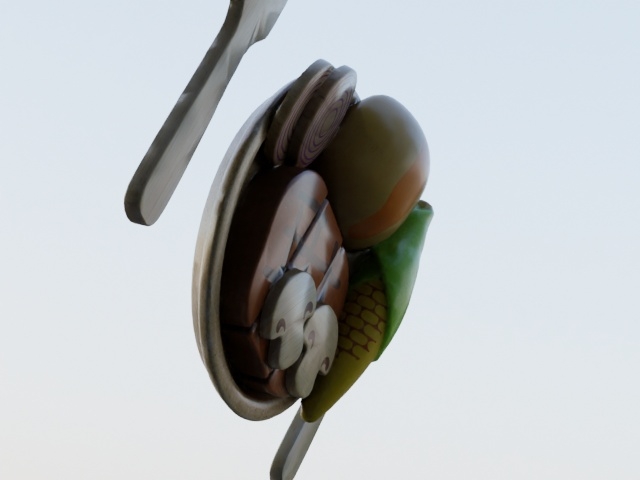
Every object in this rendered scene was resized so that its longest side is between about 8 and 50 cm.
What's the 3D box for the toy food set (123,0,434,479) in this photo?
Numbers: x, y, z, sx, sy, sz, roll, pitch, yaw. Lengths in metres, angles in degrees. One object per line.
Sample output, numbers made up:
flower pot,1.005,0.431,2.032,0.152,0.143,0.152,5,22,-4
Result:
toy food set,0.000,0.000,0.623,0.038,0.132,0.192,13,-29,24
